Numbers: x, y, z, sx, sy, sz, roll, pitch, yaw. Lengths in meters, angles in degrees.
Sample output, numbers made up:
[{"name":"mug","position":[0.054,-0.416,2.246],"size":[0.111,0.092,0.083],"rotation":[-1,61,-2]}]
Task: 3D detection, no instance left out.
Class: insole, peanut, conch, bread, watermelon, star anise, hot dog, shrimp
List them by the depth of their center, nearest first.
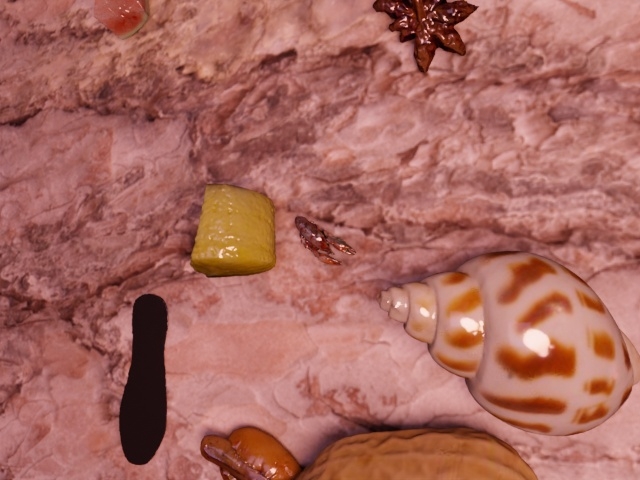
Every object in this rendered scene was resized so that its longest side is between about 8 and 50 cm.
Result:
[{"name":"conch","position":[0.198,0.101,0.633],"size":[0.274,0.148,0.183],"rotation":[18,90,19]},{"name":"peanut","position":[0.082,0.294,0.681],"size":[0.325,0.140,0.153],"rotation":[-22,122,27]},{"name":"star anise","position":[0.110,-0.296,0.728],"size":[0.097,0.070,0.191],"rotation":[-39,86,27]},{"name":"bread","position":[-0.111,-0.008,0.783],"size":[0.111,0.129,0.115],"rotation":[4,83,-14]},{"name":"shrimp","position":[0.000,0.004,0.784],"size":[0.092,0.029,0.038],"rotation":[32,98,16]},{"name":"hot dog","position":[-0.091,0.294,0.790],"size":[0.140,0.060,0.090],"rotation":[40,97,23]},{"name":"insole","position":[-0.257,0.205,0.890],"size":[0.086,0.005,0.254],"rotation":[5,90,21]},{"name":"watermelon","position":[-0.301,-0.359,0.904],"size":[0.084,0.072,0.092],"rotation":[-28,72,1]}]
